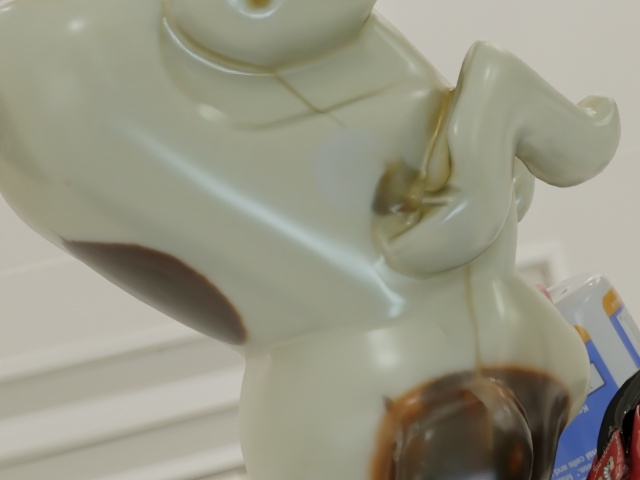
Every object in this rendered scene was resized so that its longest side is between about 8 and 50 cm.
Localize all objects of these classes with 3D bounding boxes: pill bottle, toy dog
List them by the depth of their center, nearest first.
[{"bbox_3d":[0.000,0.000,0.992,0.395,0.408,0.284,-33,2,-33],"label":"toy dog"},{"bbox_3d":[0.208,0.172,1.254,0.152,0.272,0.152,-30,1,0],"label":"pill bottle"}]

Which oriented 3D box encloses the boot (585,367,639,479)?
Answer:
[{"bbox_3d":[0.133,0.174,0.844,0.088,0.244,0.176,24,-24,15],"label":"boot"}]
